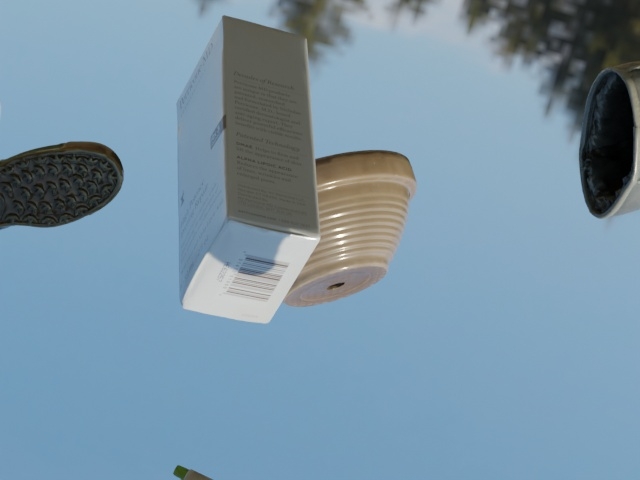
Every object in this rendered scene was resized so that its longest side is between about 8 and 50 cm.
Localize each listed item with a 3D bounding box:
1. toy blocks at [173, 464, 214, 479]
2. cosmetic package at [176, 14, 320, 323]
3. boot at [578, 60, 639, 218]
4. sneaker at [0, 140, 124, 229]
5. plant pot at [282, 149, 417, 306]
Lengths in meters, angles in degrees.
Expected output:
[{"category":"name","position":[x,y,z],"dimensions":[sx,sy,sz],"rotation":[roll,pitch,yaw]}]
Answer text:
[{"category":"toy blocks","position":[-0.047,0.384,1.789],"dimensions":[0.381,0.261,0.191],"rotation":[21,170,33]},{"category":"cosmetic package","position":[-0.062,-0.060,1.628],"dimensions":[0.085,0.117,0.231],"rotation":[12,-135,-20]},{"category":"boot","position":[0.258,-0.050,1.271],"dimensions":[0.208,0.190,0.076],"rotation":[-25,-147,-32]},{"category":"sneaker","position":[-0.244,-0.043,1.557],"dimensions":[0.192,0.064,0.086],"rotation":[-19,-157,6]},{"category":"plant pot","position":[0.000,0.000,2.139],"dimensions":[0.237,0.110,0.237],"rotation":[-16,163,-5]}]
